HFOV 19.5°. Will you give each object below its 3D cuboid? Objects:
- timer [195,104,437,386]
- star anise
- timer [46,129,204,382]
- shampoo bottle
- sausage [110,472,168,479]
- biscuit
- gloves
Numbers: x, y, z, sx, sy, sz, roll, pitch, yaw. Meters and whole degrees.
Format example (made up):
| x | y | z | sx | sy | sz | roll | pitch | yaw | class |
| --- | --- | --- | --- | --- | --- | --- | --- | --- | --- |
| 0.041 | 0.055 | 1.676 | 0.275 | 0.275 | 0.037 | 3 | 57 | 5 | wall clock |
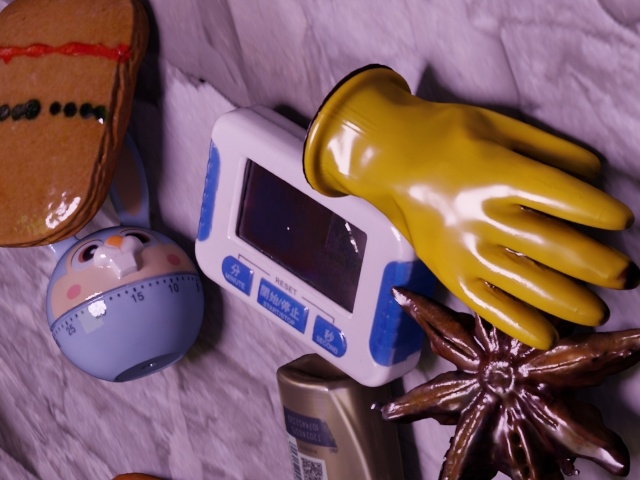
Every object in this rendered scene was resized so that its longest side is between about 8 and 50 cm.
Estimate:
| x | y | z | sx | sy | sz | roll | pitch | yaw | class |
| --- | --- | --- | --- | --- | --- | --- | --- | --- | --- |
| 0.000 | 0.000 | 1.667 | 0.253 | 0.078 | 0.178 | 34 | 127 | 33 | timer |
| 0.167 | 0.111 | 1.508 | 0.272 | 0.102 | 0.272 | -5 | 81 | 35 | star anise |
| -0.207 | 0.016 | 1.852 | 0.175 | 0.175 | 0.255 | -3 | 105 | 51 | timer |
| 0.034 | 0.281 | 1.747 | 0.125 | 0.084 | 0.350 | 9 | 113 | 51 | shampoo bottle |
| -0.165 | 0.294 | 2.001 | 0.197 | 0.076 | 0.076 | 11 | 115 | 49 | sausage |
| -0.303 | -0.129 | 1.853 | 0.262 | 0.052 | 0.277 | 11 | 82 | 34 | biscuit |
| 0.126 | -0.024 | 1.460 | 0.294 | 0.116 | 0.133 | 34 | 124 | 35 | gloves |
